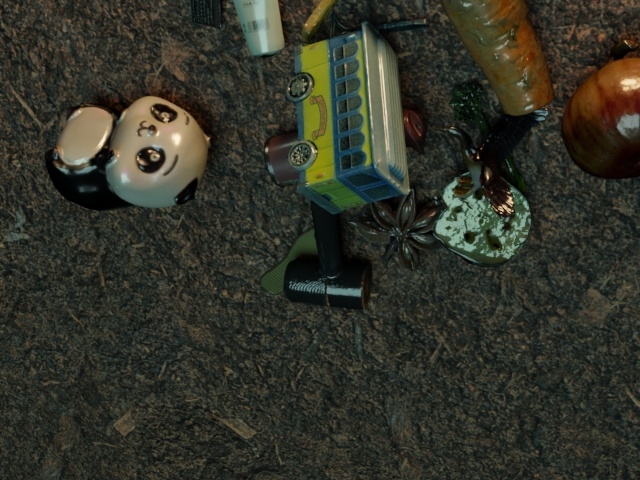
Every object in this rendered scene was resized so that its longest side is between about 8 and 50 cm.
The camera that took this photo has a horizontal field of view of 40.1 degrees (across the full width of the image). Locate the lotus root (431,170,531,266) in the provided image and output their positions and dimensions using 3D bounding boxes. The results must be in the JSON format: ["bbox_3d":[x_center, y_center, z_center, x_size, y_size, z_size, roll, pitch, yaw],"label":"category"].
[{"bbox_3d":[0.323,-0.051,1.773,0.204,0.078,0.183,41,107,-9],"label":"lotus root"}]

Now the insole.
[{"bbox_3d":[-0.053,0.050,2.014,0.086,0.005,0.253,41,125,-8],"label":"insole"}]

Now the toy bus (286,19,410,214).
[{"bbox_3d":[0.052,-0.224,1.616,0.190,0.312,0.152,-14,156,26],"label":"toy bus"}]

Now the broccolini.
[{"bbox_3d":[0.330,-0.192,1.702,0.254,0.057,0.071,56,160,-15],"label":"broccolini"}]

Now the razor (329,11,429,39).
[{"bbox_3d":[0.112,-0.405,1.660,0.190,0.033,0.066,-1,79,16],"label":"razor"}]

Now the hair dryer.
[{"bbox_3d":[0.000,0.000,1.876,0.189,0.107,0.352,4,131,15],"label":"hair dryer"}]

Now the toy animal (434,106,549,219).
[{"bbox_3d":[0.293,-0.139,1.635,0.197,0.272,0.160,19,141,2],"label":"toy animal"}]

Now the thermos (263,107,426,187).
[{"bbox_3d":[0.056,-0.205,1.766,0.330,0.136,0.109,-11,144,25],"label":"thermos"}]

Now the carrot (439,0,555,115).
[{"bbox_3d":[0.311,-0.367,1.552,0.139,0.138,0.301,-14,121,26],"label":"carrot"}]

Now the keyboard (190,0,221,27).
[{"bbox_3d":[-0.229,-0.511,1.703,0.074,0.015,0.196,23,130,27],"label":"keyboard"}]

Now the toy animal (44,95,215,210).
[{"bbox_3d":[-0.389,-0.179,1.858,0.310,0.251,0.250,6,122,17],"label":"toy animal"}]

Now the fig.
[{"bbox_3d":[0.540,-0.215,1.534,0.235,0.214,0.235,-6,131,-7],"label":"fig"}]

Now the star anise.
[{"bbox_3d":[0.182,-0.032,1.830,0.197,0.073,0.212,-29,117,23],"label":"star anise"}]

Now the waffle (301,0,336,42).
[{"bbox_3d":[0.014,-0.448,1.671,0.023,0.097,0.152,37,93,-3],"label":"waffle"}]

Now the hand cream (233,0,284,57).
[{"bbox_3d":[-0.137,-0.505,1.668,0.109,0.067,0.320,-4,115,23],"label":"hand cream"}]
